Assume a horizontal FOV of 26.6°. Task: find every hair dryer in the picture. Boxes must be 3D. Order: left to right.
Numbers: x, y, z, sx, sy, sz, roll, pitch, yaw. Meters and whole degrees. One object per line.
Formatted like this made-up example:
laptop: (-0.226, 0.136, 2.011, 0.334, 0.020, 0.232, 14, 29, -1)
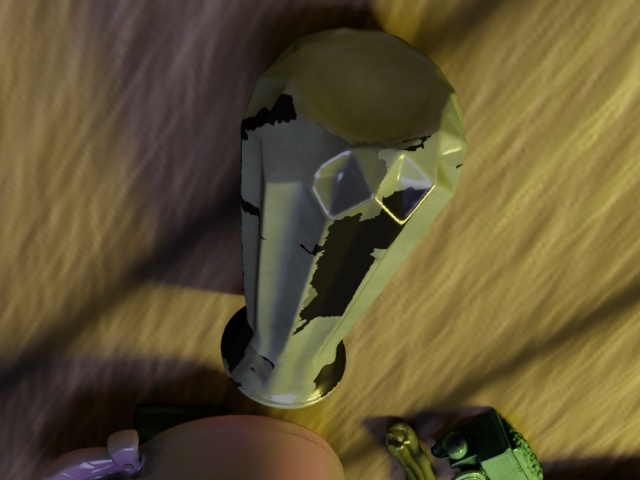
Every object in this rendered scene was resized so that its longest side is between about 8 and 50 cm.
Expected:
hair dryer: (-0.151, 0.229, 1.418, 0.100, 0.057, 0.197, 4, 149, -10)

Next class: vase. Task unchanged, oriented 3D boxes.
vase: (0.000, 0.000, 1.066, 0.165, 0.165, 0.360, 4, 144, -10)

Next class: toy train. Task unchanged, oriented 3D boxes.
toy train: (0.185, 0.249, 1.452, 0.099, 0.070, 0.172, -24, 138, 8)

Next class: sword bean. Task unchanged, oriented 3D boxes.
sword bean: (0.110, 0.277, 1.503, 0.043, 0.038, 0.269, -30, 141, -8)

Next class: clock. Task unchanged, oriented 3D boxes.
clock: (-0.126, 0.300, 1.368, 0.339, 0.102, 0.338, -4, 142, -3)
